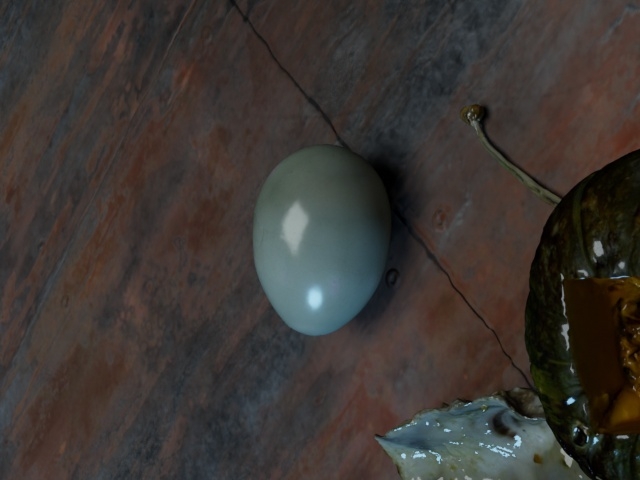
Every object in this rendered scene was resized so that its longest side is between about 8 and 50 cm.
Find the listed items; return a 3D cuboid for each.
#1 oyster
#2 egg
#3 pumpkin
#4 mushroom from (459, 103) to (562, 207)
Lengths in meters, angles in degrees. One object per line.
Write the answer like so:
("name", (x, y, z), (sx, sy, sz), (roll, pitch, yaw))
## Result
("oyster", (0.223, 0.228, 1.720), (0.396, 0.111, 0.204), (-21, 90, 44))
("egg", (0.000, 0.000, 1.923), (0.151, 0.151, 0.209), (17, 102, 47))
("pumpkin", (0.309, 0.072, 1.452), (0.320, 0.192, 0.320), (10, 105, 40))
("mushroom", (0.225, -0.049, 1.775), (0.026, 0.028, 0.286), (-34, 54, -7))
